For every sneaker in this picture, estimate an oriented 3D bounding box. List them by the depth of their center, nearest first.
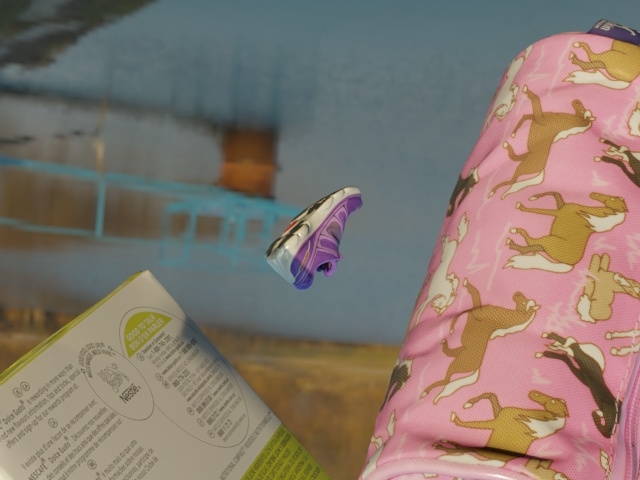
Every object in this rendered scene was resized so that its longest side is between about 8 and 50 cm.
[{"bbox_3d":[0.000,0.000,1.761,0.068,0.071,0.170,-28,-166,43],"label":"sneaker"}]

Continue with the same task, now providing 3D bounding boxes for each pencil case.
[{"bbox_3d":[0.148,0.040,1.013,0.160,0.386,0.167,28,145,-7],"label":"pencil case"}]

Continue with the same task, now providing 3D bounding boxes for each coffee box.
[{"bbox_3d":[-0.193,0.281,1.179,0.337,0.334,0.338,-40,-177,22],"label":"coffee box"}]
